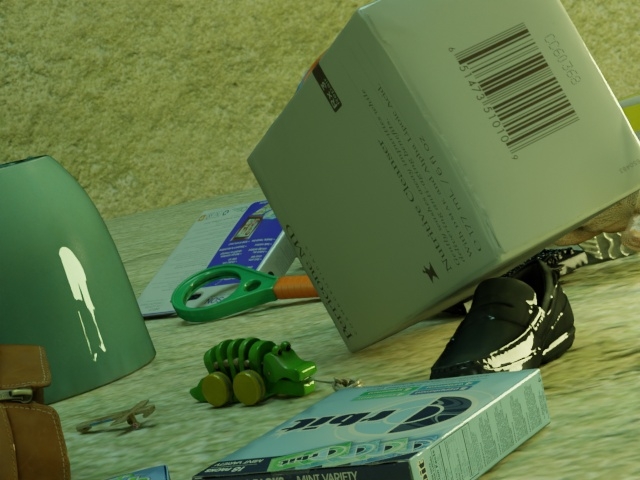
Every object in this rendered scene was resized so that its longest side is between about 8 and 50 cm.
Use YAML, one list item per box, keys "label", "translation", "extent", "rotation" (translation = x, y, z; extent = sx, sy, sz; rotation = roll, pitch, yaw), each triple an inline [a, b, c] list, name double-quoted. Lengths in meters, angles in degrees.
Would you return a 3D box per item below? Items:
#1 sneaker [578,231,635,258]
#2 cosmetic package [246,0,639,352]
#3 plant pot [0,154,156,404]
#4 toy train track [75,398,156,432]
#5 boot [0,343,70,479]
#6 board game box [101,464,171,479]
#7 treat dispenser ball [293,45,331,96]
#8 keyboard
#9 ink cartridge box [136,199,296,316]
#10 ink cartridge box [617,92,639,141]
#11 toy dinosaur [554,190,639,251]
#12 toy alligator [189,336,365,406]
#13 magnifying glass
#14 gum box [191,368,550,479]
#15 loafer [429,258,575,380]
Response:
- label: "sneaker"
  translation: [0.378, -0.063, 1.730]
  extent: [0.293, 0.102, 0.146]
  rotation: [-14, 6, -8]
- label: "cosmetic package"
  translation: [0.088, -0.060, 1.347]
  extent: [0.156, 0.217, 0.385]
  rotation: [-26, -8, -21]
- label: "plant pot"
  translation: [-0.343, 0.043, 1.720]
  extent: [0.293, 0.235, 0.293]
  rotation: [-14, 7, 2]
- label: "toy train track"
  translation: [-0.172, 0.154, 1.402]
  extent: [0.083, 0.014, 0.048]
  rotation: [-16, 11, 32]
- label: "boot"
  translation: [-0.315, 0.090, 1.235]
  extent: [0.220, 0.283, 0.109]
  rotation: [-9, -37, -19]
- label: "board game box"
  translation: [-0.160, 0.188, 0.966]
  extent: [0.160, 0.039, 0.211]
  rotation: [-14, 7, -6]
- label: "treat dispenser ball"
  translation: [0.101, -0.116, 1.950]
  extent: [0.288, 0.288, 0.288]
  rotation: [-13, 6, 2]
- label: "keyboard"
  translation: [0.186, 0.028, 1.598]
  extent: [0.192, 0.038, 0.100]
  rotation: [-21, 18, -41]
- label: "ink cartridge box"
  translation: [-0.121, 0.032, 2.051]
  extent: [0.206, 0.045, 0.208]
  rotation: [-8, 36, 43]
- label: "ink cartridge box"
  translation: [0.387, -0.113, 1.884]
  extent: [0.307, 0.072, 0.303]
  rotation: [-13, -9, 32]
- label: "toy dinosaur"
  translation: [0.280, -0.045, 1.576]
  extent: [0.295, 0.127, 0.200]
  rotation: [0, 12, 30]
- label: "toy alligator"
  translation: [-0.042, 0.105, 1.377]
  extent: [0.189, 0.051, 0.056]
  rotation: [-8, 9, 41]
- label: "magnifying glass"
  translation: [-0.068, 0.057, 1.887]
  extent: [0.231, 0.026, 0.092]
  rotation: [-6, 32, 30]
- label: "gum box"
  translation: [0.036, 0.131, 1.041]
  extent: [0.157, 0.041, 0.184]
  rotation: [-9, 7, 32]
- label: "loafer"
  translation: [0.131, 0.067, 1.224]
  extent: [0.076, 0.078, 0.223]
  rotation: [-11, 7, 27]
